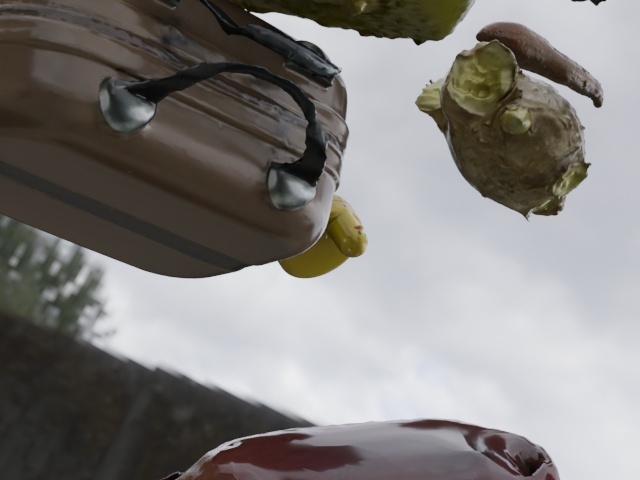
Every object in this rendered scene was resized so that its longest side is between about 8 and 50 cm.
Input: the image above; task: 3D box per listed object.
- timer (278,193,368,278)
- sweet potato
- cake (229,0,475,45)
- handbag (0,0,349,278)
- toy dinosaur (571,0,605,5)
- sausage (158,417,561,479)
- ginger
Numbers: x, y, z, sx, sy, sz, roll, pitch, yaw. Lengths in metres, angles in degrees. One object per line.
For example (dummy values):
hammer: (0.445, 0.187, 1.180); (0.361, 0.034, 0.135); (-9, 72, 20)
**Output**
timer: (0.000, 0.000, 2.055); (0.109, 0.107, 0.107); (57, 0, 36)
sweet potato: (0.277, -0.212, 2.216); (0.214, 0.050, 0.050); (24, -15, -31)
cake: (-0.012, -0.229, 1.173); (0.260, 0.156, 0.179); (13, -14, 34)
handbag: (-0.112, -0.088, 1.186); (0.283, 0.149, 0.302); (-12, -29, 44)
toy dinosaur: (0.297, -0.274, 1.771); (0.087, 0.179, 0.187); (34, -46, 11)
sausage: (0.018, 0.176, 1.037); (0.279, 0.152, 0.152); (-1, -5, -29)
ginger: (0.156, -0.089, 1.507); (0.157, 0.102, 0.216); (51, -3, 2)
